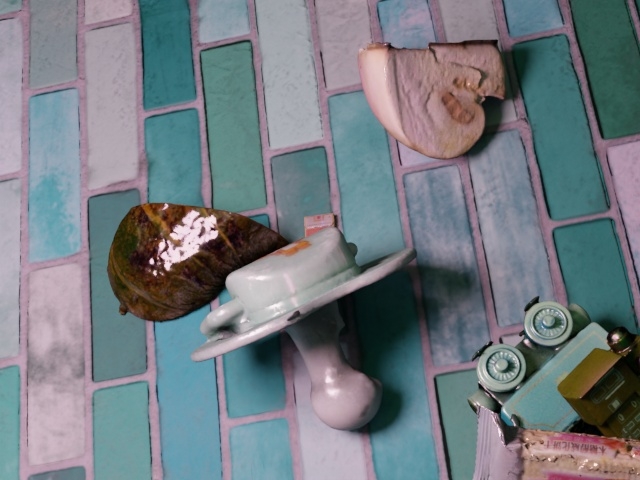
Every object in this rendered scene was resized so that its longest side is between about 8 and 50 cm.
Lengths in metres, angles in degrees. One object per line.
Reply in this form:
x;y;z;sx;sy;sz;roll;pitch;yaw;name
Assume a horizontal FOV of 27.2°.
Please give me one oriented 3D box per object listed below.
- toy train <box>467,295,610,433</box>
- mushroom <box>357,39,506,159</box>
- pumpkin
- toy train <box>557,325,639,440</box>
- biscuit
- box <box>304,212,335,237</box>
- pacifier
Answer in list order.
0.303;0.182;1.747;0.203;0.112;0.163;-42;68;-9;toy train
0.152;-0.213;1.994;0.236;0.173;0.162;-7;10;-31;mushroom
-0.204;0.036;1.945;0.278;0.111;0.163;8;69;16;pumpkin
0.412;0.217;1.654;0.137;0.090;0.225;-43;103;-8;toy train
0.334;0.310;1.603;0.309;0.186;0.079;7;19;10;biscuit
0.000;0.000;1.967;0.046;0.012;0.083;-8;63;10;box
-0.007;0.134;1.807;0.343;0.288;0.269;-23;92;-21;pacifier
